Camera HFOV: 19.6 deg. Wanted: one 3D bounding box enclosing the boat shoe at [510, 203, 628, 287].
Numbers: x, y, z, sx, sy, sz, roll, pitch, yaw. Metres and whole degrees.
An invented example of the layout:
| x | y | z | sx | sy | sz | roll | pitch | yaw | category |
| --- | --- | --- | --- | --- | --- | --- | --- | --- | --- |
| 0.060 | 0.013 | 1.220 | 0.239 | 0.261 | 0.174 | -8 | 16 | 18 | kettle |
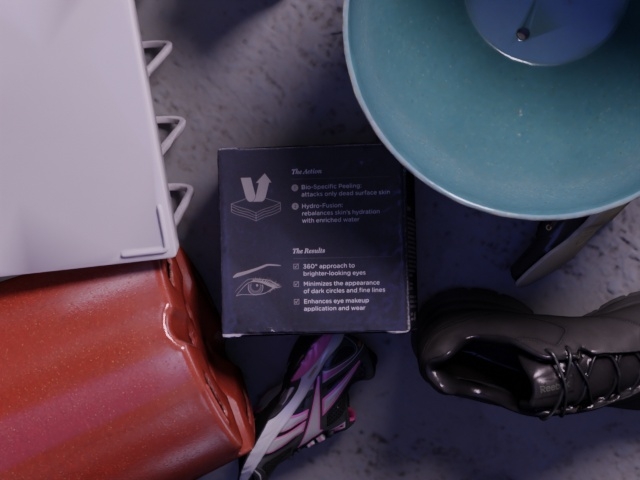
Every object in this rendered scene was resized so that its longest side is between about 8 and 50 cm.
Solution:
| x | y | z | sx | sy | sz | roll | pitch | yaw | category |
| --- | --- | --- | --- | --- | --- | --- | --- | --- | --- |
| 0.205 | -0.012 | 1.556 | 0.133 | 0.049 | 0.042 | -47 | 69 | 25 | boat shoe |

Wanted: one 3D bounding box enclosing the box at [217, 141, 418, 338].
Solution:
| x | y | z | sx | sy | sz | roll | pitch | yaw | category |
| --- | --- | --- | --- | --- | --- | --- | --- | --- | --- |
| 0.000 | 0.000 | 1.539 | 0.156 | 0.093 | 0.158 | -1 | 89 | 8 | box |

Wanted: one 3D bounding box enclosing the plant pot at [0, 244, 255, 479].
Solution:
| x | y | z | sx | sy | sz | roll | pitch | yaw | category |
| --- | --- | --- | --- | --- | --- | --- | --- | --- | --- |
| -0.212 | 0.132 | 1.557 | 0.265 | 0.272 | 0.272 | -23 | 103 | 6 | plant pot |

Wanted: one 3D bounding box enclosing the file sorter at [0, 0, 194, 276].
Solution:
| x | y | z | sx | sy | sz | roll | pitch | yaw | category |
| --- | --- | --- | --- | --- | --- | --- | --- | --- | --- |
| -0.218 | -0.132 | 1.506 | 0.193 | 0.173 | 0.277 | -6 | 107 | 9 | file sorter |

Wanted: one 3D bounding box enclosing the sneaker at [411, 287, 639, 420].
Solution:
| x | y | z | sx | sy | sz | roll | pitch | yaw | category |
| --- | --- | --- | --- | --- | --- | --- | --- | --- | --- |
| 0.216 | 0.106 | 1.546 | 0.286 | 0.130 | 0.109 | -1 | 106 | 7 | sneaker |

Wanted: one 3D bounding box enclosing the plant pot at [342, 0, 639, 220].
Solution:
| x | y | z | sx | sy | sz | roll | pitch | yaw | category |
| --- | --- | --- | --- | --- | --- | --- | --- | --- | --- |
| 0.172 | -0.182 | 1.423 | 0.290 | 0.195 | 0.290 | 2 | 109 | 7 | plant pot |

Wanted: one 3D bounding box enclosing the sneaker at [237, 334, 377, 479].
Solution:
| x | y | z | sx | sy | sz | roll | pitch | yaw | category |
| --- | --- | --- | --- | --- | --- | --- | --- | --- | --- |
| -0.011 | 0.155 | 1.627 | 0.077 | 0.072 | 0.178 | 27 | 115 | -12 | sneaker |
